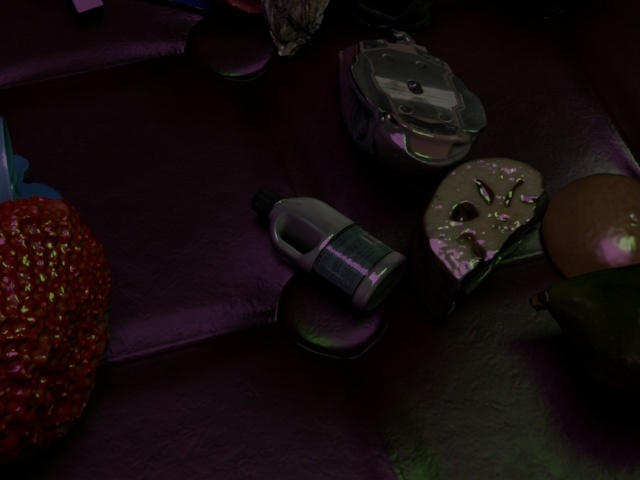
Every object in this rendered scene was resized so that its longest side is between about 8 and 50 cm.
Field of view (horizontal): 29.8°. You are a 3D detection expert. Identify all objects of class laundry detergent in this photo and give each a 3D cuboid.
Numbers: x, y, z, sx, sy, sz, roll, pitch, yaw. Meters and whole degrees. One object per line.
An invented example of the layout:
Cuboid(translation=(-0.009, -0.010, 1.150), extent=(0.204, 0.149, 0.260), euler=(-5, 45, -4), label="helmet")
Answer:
Cuboid(translation=(0.000, 0.000, 1.606), extent=(0.226, 0.070, 0.099), euler=(35, 67, 19), label="laundry detergent")

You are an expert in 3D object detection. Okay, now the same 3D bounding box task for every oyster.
Cuboid(translation=(-0.029, -0.373, 1.820), extent=(0.064, 0.177, 0.125), euler=(11, 39, -52), label="oyster")

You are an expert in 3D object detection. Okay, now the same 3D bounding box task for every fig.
Cuboid(translation=(0.378, 0.105, 1.476), extent=(0.245, 0.195, 0.195), euler=(29, 58, 12), label="fig")

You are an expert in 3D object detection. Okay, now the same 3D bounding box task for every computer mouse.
Cuboid(translation=(0.111, -0.196, 1.727), extent=(0.199, 0.115, 0.389), euler=(14, 32, -17), label="computer mouse")

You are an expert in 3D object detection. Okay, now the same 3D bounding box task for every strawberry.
Cuboid(translation=(-0.391, 0.101, 1.415), extent=(0.267, 0.312, 0.351), euler=(-4, 30, 46), label="strawberry")

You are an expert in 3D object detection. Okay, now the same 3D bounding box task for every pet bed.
Cuboid(translation=(0.102, -0.439, 1.884), extent=(0.183, 0.159, 0.211), euler=(17, 56, -15), label="pet bed")

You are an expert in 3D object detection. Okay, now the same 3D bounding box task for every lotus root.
Cuboid(translation=(0.199, -0.014, 1.595), extent=(0.138, 0.119, 0.235), euler=(32, 62, 19), label="lotus root")

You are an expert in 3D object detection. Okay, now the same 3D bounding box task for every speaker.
Cuboid(translation=(-0.395, -0.432, 1.877), extent=(0.046, 0.040, 0.191), euler=(-24, 78, -18), label="speaker")

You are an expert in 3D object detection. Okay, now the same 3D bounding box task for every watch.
Cuboid(translation=(-0.442, -0.073, 1.563), extent=(0.211, 0.193, 0.211), euler=(2, 56, -3), label="watch")

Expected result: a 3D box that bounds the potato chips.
Cuboid(translation=(0.402, -0.020, 1.646), extent=(0.195, 0.062, 0.208), euler=(29, 61, 20), label="potato chips")

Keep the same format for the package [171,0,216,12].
Cuboid(translation=(-0.227, -0.443, 1.939), extent=(0.171, 0.027, 0.173), euler=(17, 56, 6), label="package")

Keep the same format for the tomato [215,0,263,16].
Cuboid(translation=(-0.128, -0.440, 1.873), extent=(0.099, 0.173, 0.189), euler=(0, 57, 50), label="tomato")
